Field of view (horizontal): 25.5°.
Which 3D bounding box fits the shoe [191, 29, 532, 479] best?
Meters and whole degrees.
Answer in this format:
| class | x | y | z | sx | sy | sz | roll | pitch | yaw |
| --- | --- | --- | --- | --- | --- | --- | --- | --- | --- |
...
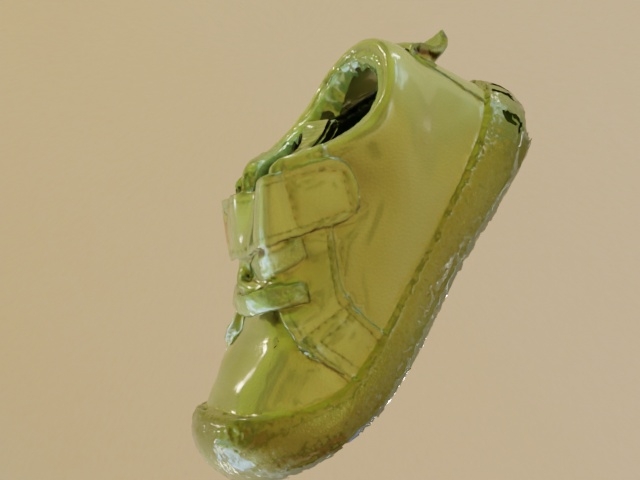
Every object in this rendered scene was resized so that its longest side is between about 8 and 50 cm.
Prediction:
| class | x | y | z | sx | sy | sz | roll | pitch | yaw |
| --- | --- | --- | --- | --- | --- | --- | --- | --- | --- |
| shoe | 0.005 | 0.005 | 0.763 | 0.128 | 0.140 | 0.262 | 39 | -103 | -4 |
